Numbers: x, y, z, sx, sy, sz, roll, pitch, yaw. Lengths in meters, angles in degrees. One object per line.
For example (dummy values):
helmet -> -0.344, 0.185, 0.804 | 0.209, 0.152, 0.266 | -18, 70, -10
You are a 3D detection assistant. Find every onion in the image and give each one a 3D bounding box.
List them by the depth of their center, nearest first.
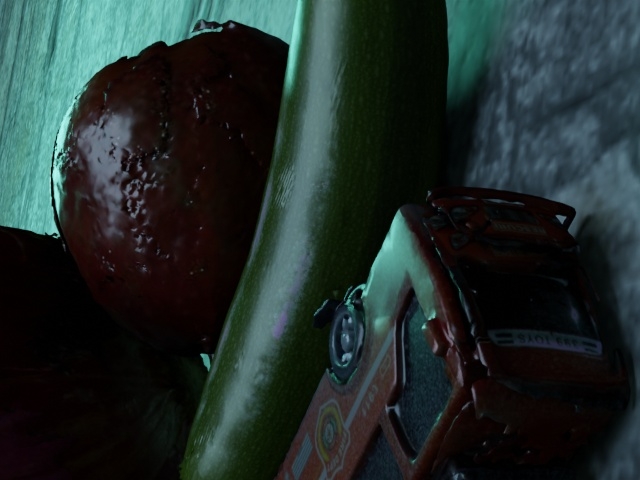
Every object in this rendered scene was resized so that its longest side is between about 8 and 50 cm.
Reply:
onion -> -0.165, 0.126, 0.753 | 0.276, 0.276, 0.276 | -169, 90, -72

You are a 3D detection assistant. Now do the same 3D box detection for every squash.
squash -> 0.003, 0.000, 0.613 | 0.071, 0.080, 0.318 | -143, 64, -70

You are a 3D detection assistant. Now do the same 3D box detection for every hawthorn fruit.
hawthorn fruit -> -0.051, -0.011, 0.703 | 0.148, 0.148, 0.172 | 147, 113, -65

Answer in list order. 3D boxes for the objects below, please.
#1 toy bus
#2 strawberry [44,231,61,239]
toy bus -> 0.025, 0.092, 0.525 | 0.096, 0.073, 0.235 | -112, 36, -43
strawberry -> -0.203, 0.037, 1.233 | 0.073, 0.073, 0.083 | -59, 40, 46
